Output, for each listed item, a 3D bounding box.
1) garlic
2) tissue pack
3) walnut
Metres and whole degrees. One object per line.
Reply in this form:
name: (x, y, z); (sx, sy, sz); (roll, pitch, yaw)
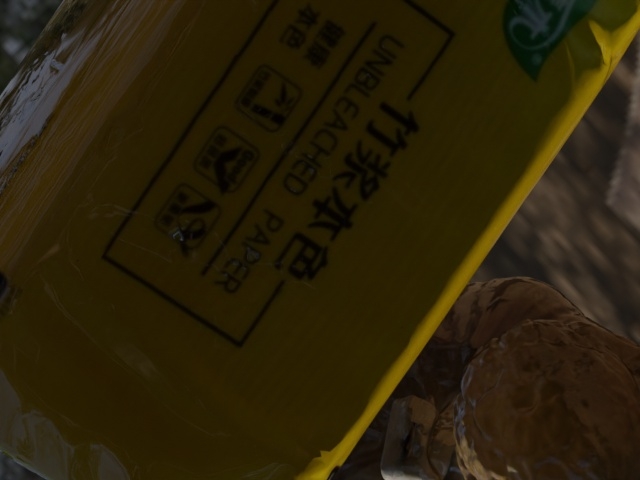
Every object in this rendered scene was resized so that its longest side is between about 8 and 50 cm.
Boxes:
garlic: (0.123, 0.174, 1.431); (0.322, 0.322, 0.241); (44, 154, 39)
tissue pack: (-0.034, -0.057, 0.919); (0.228, 0.382, 0.293); (33, 180, -16)
walnut: (0.168, 0.137, 1.154); (0.155, 0.155, 0.184); (51, -170, -41)
